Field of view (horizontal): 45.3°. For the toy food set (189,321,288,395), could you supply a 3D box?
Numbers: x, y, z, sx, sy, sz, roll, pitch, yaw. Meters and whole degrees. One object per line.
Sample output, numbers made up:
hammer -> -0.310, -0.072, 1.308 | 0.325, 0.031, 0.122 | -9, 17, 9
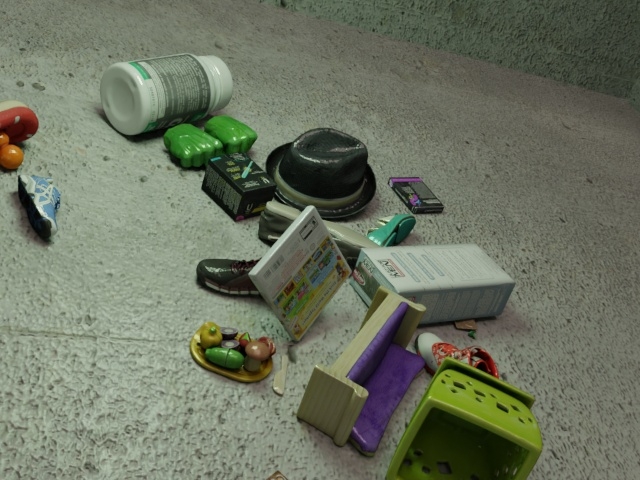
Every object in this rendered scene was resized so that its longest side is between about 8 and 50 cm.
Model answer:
toy food set -> -0.158, 0.221, 1.586 | 0.218, 0.071, 0.128 | 21, 34, -1

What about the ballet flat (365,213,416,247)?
ballet flat -> 0.181, -0.025, 2.110 | 0.087, 0.083, 0.247 | 27, 33, 18

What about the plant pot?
plant pot -> 0.283, 0.372, 1.485 | 0.228, 0.227, 0.207 | 25, 28, 6

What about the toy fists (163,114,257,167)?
toy fists -> -0.305, -0.277, 2.194 | 0.142, 0.096, 0.279 | 31, 35, 32

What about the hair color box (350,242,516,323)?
hair color box -> 0.286, 0.107, 1.941 | 0.374, 0.113, 0.185 | -2, 34, -31

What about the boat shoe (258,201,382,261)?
boat shoe -> 0.000, 0.000, 1.975 | 0.335, 0.095, 0.112 | 22, 16, -2

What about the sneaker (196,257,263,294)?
sneaker -> -0.134, 0.047, 1.762 | 0.281, 0.162, 0.106 | 12, 35, -13

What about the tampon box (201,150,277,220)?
tampon box -> -0.217, -0.146, 2.044 | 0.120, 0.101, 0.161 | -17, 49, -42

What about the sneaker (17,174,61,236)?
sneaker -> -0.633, -0.088, 1.758 | 0.081, 0.080, 0.211 | -8, 44, -31

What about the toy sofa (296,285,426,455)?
toy sofa -> 0.115, 0.263, 1.606 | 0.177, 0.150, 0.362 | 28, 34, 13

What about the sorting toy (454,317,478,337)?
sorting toy -> 0.365, 0.214, 1.932 | 0.062, 0.012, 0.083 | 9, 35, -14

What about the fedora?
fedora -> 0.016, -0.217, 2.169 | 0.334, 0.152, 0.334 | 9, 52, -11

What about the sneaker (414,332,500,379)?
sneaker -> 0.308, 0.267, 1.707 | 0.090, 0.145, 0.270 | 4, 37, -24

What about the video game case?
video game case -> -0.039, 0.073, 1.701 | 0.026, 0.206, 0.227 | 4, 45, 44

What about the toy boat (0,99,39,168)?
toy boat -> -0.783, -0.242, 1.872 | 0.151, 0.151, 0.231 | 55, 37, -5

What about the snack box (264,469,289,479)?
snack box -> -0.034, 0.480, 1.332 | 0.178, 0.022, 0.064 | 38, 38, 23

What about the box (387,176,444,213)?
box -> 0.296, -0.142, 2.383 | 0.116, 0.029, 0.162 | -3, 39, -30

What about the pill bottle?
pill bottle -> -0.440, -0.438, 2.245 | 0.204, 0.204, 0.361 | 38, 37, 24
